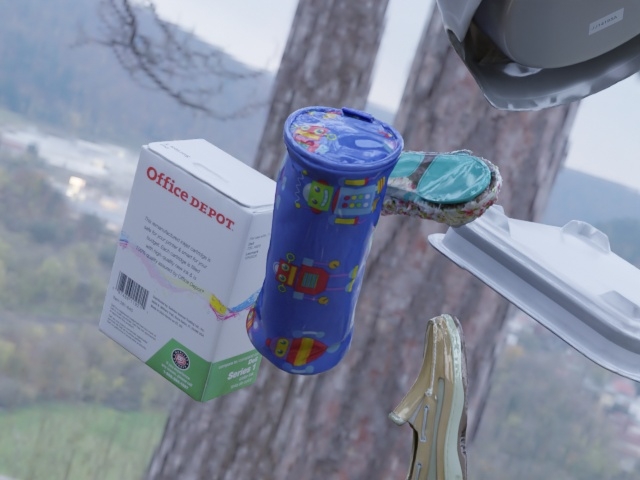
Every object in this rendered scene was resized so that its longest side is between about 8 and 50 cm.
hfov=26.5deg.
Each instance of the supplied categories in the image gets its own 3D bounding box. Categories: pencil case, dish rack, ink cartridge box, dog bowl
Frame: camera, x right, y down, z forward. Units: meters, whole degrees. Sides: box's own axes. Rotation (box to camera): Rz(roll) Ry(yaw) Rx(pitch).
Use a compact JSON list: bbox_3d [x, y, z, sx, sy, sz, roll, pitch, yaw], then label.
[{"bbox_3d":[0.000,0.000,1.417,0.119,0.306,0.133,18,40,5],"label":"pencil case"},{"bbox_3d":[0.314,0.053,1.541,0.286,0.072,0.333,9,21,-43],"label":"dish rack"},{"bbox_3d":[-0.155,0.033,1.753,0.201,0.278,0.117,31,27,30],"label":"ink cartridge box"},{"bbox_3d":[0.263,-0.275,1.295,0.349,0.349,0.102,9,46,-51],"label":"dog bowl"}]

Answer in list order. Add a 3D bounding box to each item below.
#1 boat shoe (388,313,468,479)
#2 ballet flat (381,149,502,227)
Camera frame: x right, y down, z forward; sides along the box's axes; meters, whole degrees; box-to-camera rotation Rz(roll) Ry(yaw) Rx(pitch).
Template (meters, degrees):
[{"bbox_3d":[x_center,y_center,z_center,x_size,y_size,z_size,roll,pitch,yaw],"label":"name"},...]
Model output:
[{"bbox_3d":[0.101,0.164,1.284,0.072,0.189,0.068,1,-9,-2],"label":"boat shoe"},{"bbox_3d":[0.126,-0.053,1.476,0.077,0.091,0.241,50,-17,-29],"label":"ballet flat"}]
